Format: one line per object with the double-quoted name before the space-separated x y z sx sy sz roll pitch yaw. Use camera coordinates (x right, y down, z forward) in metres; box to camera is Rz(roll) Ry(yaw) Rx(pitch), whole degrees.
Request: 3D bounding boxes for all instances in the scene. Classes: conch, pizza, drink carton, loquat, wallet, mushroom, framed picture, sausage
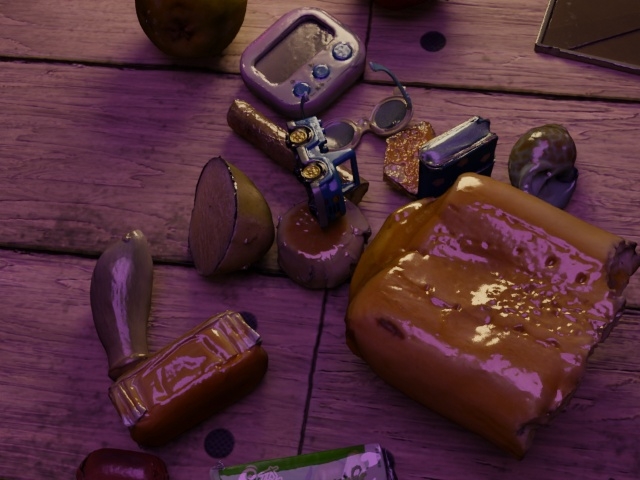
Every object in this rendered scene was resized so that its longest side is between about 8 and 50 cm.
"conch" 0.369 -0.126 1.760 0.116 0.106 0.173 7 81 -12
"pizza" 0.157 -0.134 1.819 0.099 0.036 0.160 6 63 0
"drink carton" -0.018 0.391 1.525 0.271 0.108 0.161 -10 62 0
"loquat" -0.229 -0.447 1.939 0.213 0.213 0.246 3 39 8
"wallet" 0.218 -0.104 1.703 0.141 0.202 0.059 -31 62 -14
"mushroom" -0.320 0.109 1.713 0.108 0.096 0.247 -7 67 2
"framed picture" 0.557 -0.399 1.925 0.289 0.020 0.211 16 65 13
"sausage" -0.298 0.353 1.596 0.141 0.076 0.076 7 64 10

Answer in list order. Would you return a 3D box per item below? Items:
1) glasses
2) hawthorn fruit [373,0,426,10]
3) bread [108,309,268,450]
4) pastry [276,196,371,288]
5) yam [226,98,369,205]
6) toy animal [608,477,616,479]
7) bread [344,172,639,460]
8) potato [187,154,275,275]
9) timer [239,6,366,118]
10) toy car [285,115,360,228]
"glasses" 0.057 -0.214 1.779 0.189 0.220 0.088 -20 81 10
"hawthorn fruit" 0.148 -0.516 1.930 0.205 0.205 0.253 -29 68 -9
"bread" -0.196 0.218 1.619 0.241 0.136 0.107 -31 64 -12
"pastry" 0.000 0.000 1.738 0.165 0.088 0.166 -2 63 4
"yam" -0.046 -0.152 1.834 0.299 0.066 0.066 36 71 21
"toy animal" 0.440 0.435 1.454 0.138 0.108 0.236 -25 62 -6
"bread" 0.235 0.102 1.579 0.394 0.250 0.361 26 66 22
"potato" -0.135 -0.033 1.752 0.117 0.182 0.202 8 34 -26
"timer" -0.031 -0.322 1.920 0.190 0.069 0.208 40 74 23
"toy car" 0.007 -0.118 1.704 0.100 0.097 0.191 -17 51 -3
